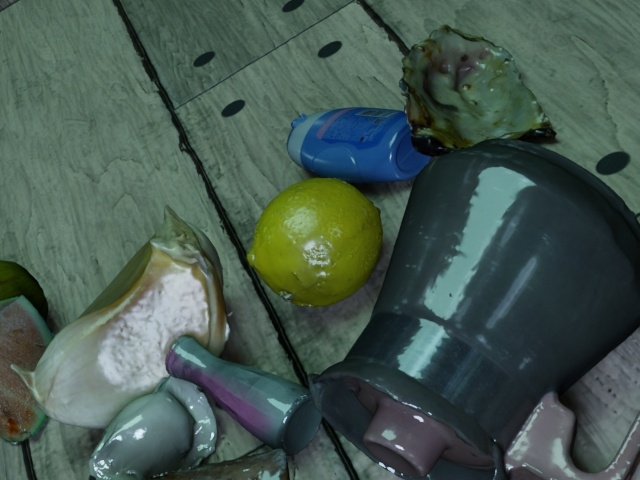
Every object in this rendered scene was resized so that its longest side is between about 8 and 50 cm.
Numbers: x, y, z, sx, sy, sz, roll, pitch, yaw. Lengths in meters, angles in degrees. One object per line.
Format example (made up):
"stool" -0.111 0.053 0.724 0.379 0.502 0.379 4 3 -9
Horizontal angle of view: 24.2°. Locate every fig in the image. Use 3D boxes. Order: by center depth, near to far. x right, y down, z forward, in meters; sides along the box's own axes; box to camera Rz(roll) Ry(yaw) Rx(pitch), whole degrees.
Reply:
"fig" -0.542 0.144 2.318 0.259 0.151 0.151 -42 33 -10

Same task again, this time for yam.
"yam" -0.163 0.328 1.721 0.280 0.131 0.131 -13 34 1

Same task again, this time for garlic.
"garlic" -0.251 0.113 2.054 0.313 0.249 0.286 -51 47 9

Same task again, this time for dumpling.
"dumpling" -0.210 0.261 1.910 0.188 0.127 0.108 -41 7 -34

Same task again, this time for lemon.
"lemon" 0.000 0.000 2.031 0.206 0.173 0.173 -34 28 -34

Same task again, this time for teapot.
"teapot" 0.204 0.113 1.640 0.376 0.305 0.361 27 69 23

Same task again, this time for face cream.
"face cream" 0.049 -0.148 2.270 0.264 0.083 0.149 11 46 48

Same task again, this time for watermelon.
"watermelon" -0.456 0.186 2.214 0.146 0.231 0.128 -29 -10 -31

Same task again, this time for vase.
"vase" -0.102 0.187 1.878 0.214 0.086 0.086 26 61 32

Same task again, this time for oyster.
"oyster" 0.192 -0.216 2.191 0.361 0.221 0.096 -110 35 -51
